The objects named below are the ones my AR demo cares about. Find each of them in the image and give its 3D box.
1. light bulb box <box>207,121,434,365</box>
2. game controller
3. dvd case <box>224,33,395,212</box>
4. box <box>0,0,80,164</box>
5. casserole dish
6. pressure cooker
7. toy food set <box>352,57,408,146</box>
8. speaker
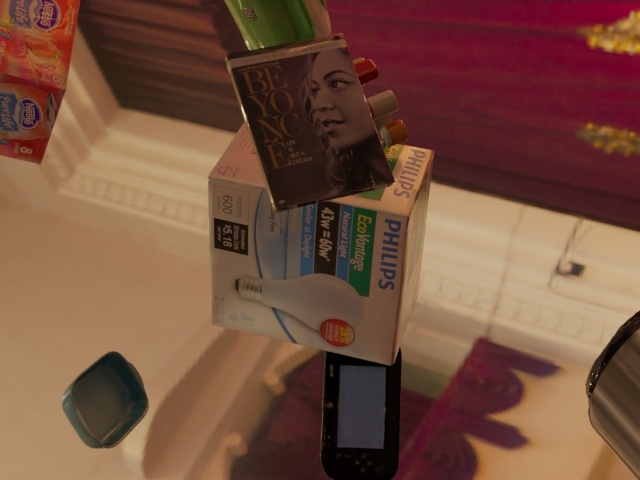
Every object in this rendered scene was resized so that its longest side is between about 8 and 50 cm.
[{"bbox_3d":[0.000,0.000,2.023,0.225,0.361,0.358,-65,-18,-50],"label":"light bulb box"},{"bbox_3d":[0.088,0.357,2.352,0.067,0.166,0.319,120,153,-73],"label":"game controller"},{"bbox_3d":[-0.014,-0.155,1.415,0.164,0.221,0.018,-14,-16,-17],"label":"dvd case"},{"bbox_3d":[-0.396,-0.261,1.401,0.142,0.154,0.300,123,153,-43],"label":"box"},{"bbox_3d":[-0.315,0.235,1.598,0.114,0.037,0.188,60,-159,-7],"label":"casserole dish"},{"bbox_3d":[0.710,0.330,1.881,0.370,0.420,0.375,-17,-49,-16],"label":"pressure cooker"},{"bbox_3d":[0.062,-0.251,1.977,0.104,0.232,0.111,-22,-42,-8],"label":"toy food set"},{"bbox_3d":[-0.075,-0.349,1.467,0.131,0.131,0.296,-64,-27,-19],"label":"speaker"}]
